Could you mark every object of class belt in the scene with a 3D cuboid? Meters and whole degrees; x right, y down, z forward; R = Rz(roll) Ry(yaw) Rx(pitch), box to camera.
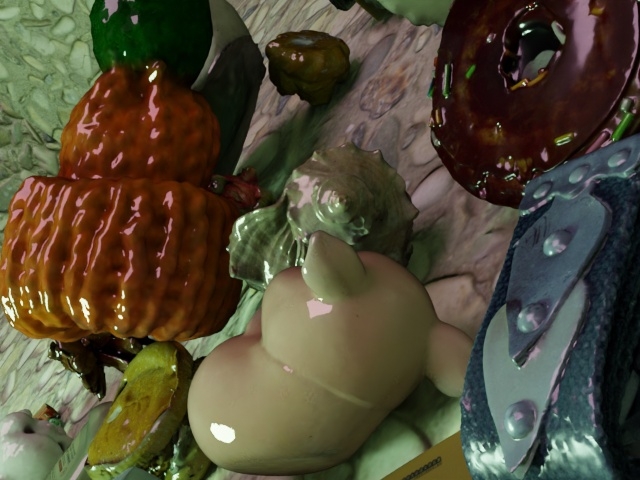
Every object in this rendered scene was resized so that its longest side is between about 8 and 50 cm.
[{"bbox_3d":[0.154,0.058,0.452,0.128,0.122,0.218,-26,28,50],"label":"belt"}]

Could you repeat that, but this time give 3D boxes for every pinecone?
[{"bbox_3d":[-0.306,0.133,1.159,0.179,0.150,0.195,107,-173,-67],"label":"pinecone"}]

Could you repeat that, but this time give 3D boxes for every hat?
[{"bbox_3d":[-0.226,-0.084,0.872,0.285,0.285,0.400,-11,84,57],"label":"hat"}]

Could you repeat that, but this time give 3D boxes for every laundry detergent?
[{"bbox_3d":[-0.287,0.294,0.980,0.253,0.091,0.181,-56,17,-7],"label":"laundry detergent"}]

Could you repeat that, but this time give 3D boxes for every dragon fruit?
[{"bbox_3d":[-0.138,-0.032,1.083,0.160,0.166,0.172,-7,13,8],"label":"dragon fruit"}]

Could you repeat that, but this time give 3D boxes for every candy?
[{"bbox_3d":[-0.219,-0.172,1.209,0.427,0.186,0.386,43,-112,-77],"label":"candy"}]

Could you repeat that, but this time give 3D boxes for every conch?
[{"bbox_3d":[0.000,0.000,0.778,0.245,0.178,0.163,102,168,-82],"label":"conch"}]

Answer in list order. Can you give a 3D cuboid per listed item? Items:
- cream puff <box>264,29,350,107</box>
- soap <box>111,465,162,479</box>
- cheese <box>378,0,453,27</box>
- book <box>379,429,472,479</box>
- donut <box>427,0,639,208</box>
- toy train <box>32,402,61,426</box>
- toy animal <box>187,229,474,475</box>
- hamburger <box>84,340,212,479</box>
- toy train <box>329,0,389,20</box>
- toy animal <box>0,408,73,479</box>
[{"bbox_3d":[-0.021,-0.267,1.256,0.146,0.146,0.116,-90,4,-55],"label":"cream puff"},{"bbox_3d":[-0.165,0.301,0.688,0.091,0.145,0.230,-39,30,10],"label":"soap"},{"bbox_3d":[0.168,-0.325,0.682,0.292,0.332,0.153,-33,73,52],"label":"cheese"},{"bbox_3d":[0.083,0.206,0.513,0.118,0.012,0.172,-40,26,26],"label":"book"},{"bbox_3d":[0.188,-0.134,0.626,0.235,0.089,0.235,-23,62,52],"label":"donut"},{"bbox_3d":[-0.477,0.321,1.364,0.064,0.044,0.103,-50,21,-20],"label":"toy train"},{"bbox_3d":[-0.009,0.105,0.643,0.250,0.166,0.154,-46,33,32],"label":"toy animal"},{"bbox_3d":[-0.169,0.207,0.875,0.177,0.113,0.185,-48,31,-2],"label":"hamburger"},{"bbox_3d":[0.155,-0.494,1.215,0.369,0.150,0.237,-49,29,13],"label":"toy train"},{"bbox_3d":[-0.456,0.346,1.178,0.193,0.127,0.178,-3,56,59],"label":"toy animal"}]
